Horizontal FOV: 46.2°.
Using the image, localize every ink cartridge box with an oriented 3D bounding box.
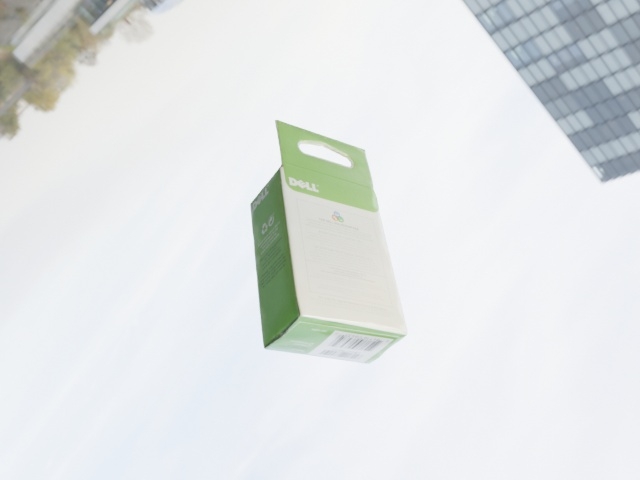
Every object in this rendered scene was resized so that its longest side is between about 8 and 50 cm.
[{"bbox_3d":[0.000,0.000,0.676,0.062,0.109,0.209,-45,-138,42],"label":"ink cartridge box"}]
